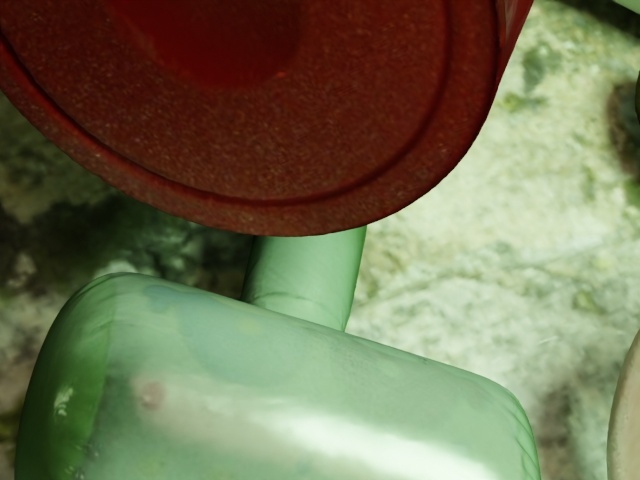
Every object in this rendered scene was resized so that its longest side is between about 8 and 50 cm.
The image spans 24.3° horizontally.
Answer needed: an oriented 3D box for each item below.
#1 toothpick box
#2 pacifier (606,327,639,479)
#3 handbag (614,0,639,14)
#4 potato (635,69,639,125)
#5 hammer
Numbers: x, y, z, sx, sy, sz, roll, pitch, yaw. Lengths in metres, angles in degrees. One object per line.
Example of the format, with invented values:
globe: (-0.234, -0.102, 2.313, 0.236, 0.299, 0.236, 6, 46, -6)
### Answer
toothpick box: (0.014, -0.182, 0.601, 0.204, 0.204, 0.333, 29, 46, -2)
pacifier: (0.286, 0.108, 0.615, 0.332, 0.220, 0.273, 20, 51, -2)
handbag: (0.236, -0.252, 0.812, 0.171, 0.151, 0.298, 26, 54, -9)
potato: (0.248, -0.049, 0.750, 0.188, 0.085, 0.105, 20, 60, -2)
hammer: (0.000, 0.000, 0.646, 0.206, 0.119, 0.335, 17, 56, -10)
